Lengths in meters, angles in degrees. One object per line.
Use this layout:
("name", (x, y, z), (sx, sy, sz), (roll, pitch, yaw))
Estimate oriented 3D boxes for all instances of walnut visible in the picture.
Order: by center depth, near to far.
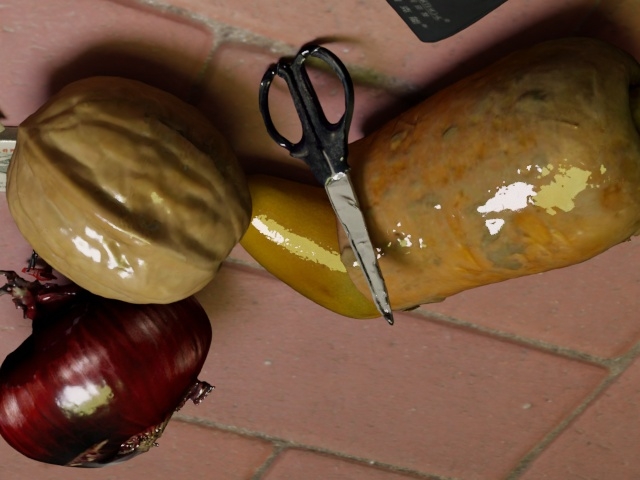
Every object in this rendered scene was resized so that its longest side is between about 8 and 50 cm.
("walnut", (-0.200, -0.051, 1.696), (0.261, 0.225, 0.225), (30, 132, -23))

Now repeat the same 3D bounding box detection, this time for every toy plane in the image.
("toy plane", (-0.305, 0.003, 1.892), (0.060, 0.037, 0.145), (16, 136, -12))

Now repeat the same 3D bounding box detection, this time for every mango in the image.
("mango", (0.000, 0.000, 1.833), (0.253, 0.113, 0.138), (34, 141, -26))

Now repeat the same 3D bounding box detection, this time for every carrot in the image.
("carrot", (0.182, -0.067, 1.673), (0.340, 0.224, 0.224), (-19, 137, 29))

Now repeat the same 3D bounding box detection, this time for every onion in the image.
("onion", (-0.273, 0.122, 1.895), (0.273, 0.273, 0.285), (-33, 101, 33))

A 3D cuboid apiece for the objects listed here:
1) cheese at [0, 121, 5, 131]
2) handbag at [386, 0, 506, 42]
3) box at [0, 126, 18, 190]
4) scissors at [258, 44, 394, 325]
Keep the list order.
("cheese", (-0.378, -0.128, 1.730), (0.084, 0.041, 0.060), (1, 138, 1))
("handbag", (0.127, -0.328, 1.389), (0.275, 0.178, 0.302), (-22, 135, 24))
("box", (-0.334, -0.088, 1.793), (0.054, 0.024, 0.083), (3, 140, -1))
("scissors", (0.018, -0.053, 1.651), (0.109, 0.300, 0.022), (-28, 163, 28))
